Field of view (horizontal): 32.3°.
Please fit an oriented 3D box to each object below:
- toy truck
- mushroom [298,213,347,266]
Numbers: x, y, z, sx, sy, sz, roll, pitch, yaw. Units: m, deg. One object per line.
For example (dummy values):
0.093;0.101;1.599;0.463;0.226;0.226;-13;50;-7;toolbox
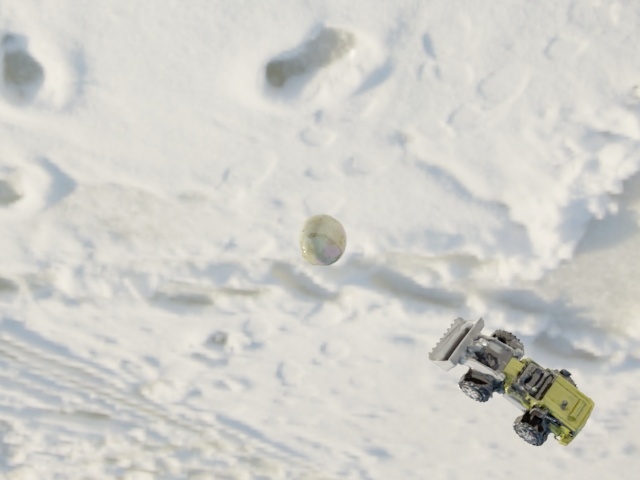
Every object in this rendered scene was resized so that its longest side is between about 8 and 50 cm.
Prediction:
0.330;0.232;1.886;0.286;0.136;0.111;35;154;13;toy truck
0.000;0.000;1.714;0.067;0.083;0.084;-9;150;42;mushroom
